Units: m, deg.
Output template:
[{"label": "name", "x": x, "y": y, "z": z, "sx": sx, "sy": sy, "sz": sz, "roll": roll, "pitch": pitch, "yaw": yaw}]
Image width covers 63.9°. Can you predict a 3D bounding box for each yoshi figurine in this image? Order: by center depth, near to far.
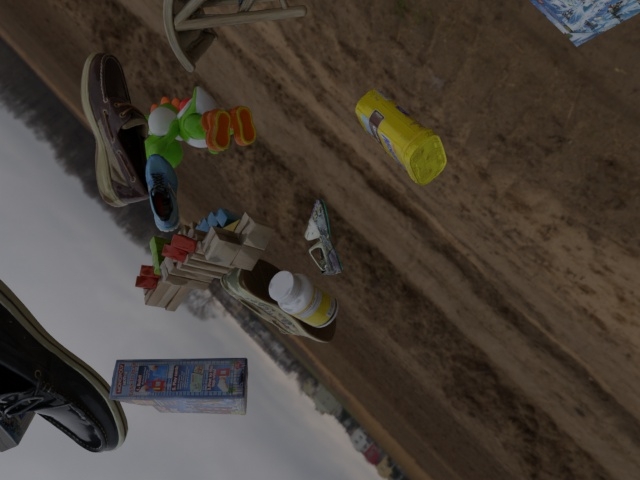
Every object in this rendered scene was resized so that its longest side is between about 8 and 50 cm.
[{"label": "yoshi figurine", "x": -0.358, "y": -0.268, "z": 1.388, "sx": 0.362, "sy": 0.203, "sz": 0.203, "roll": 7, "pitch": 151, "yaw": 33}]

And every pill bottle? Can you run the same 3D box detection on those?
[{"label": "pill bottle", "x": -0.027, "y": 0.090, "z": 0.802, "sx": 0.065, "sy": 0.065, "sz": 0.116, "roll": 35, "pitch": 178, "yaw": 43}]

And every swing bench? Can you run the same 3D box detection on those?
[{"label": "swing bench", "x": -0.166, "y": -0.474, "z": 0.976, "sx": 0.253, "sy": 0.254, "sz": 0.165, "roll": -91, "pitch": -23, "yaw": -56}]

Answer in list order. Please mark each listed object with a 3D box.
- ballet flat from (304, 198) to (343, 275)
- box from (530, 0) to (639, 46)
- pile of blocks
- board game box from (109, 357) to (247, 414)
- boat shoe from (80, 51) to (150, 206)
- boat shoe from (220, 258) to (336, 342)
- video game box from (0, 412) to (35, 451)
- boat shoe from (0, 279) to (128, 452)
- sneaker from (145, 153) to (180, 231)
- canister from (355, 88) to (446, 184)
[{"label": "ballet flat", "x": 0.000, "y": 0.000, "z": 0.701, "sx": 0.041, "sy": 0.041, "sz": 0.114, "roll": 28, "pitch": 139, "yaw": 57}, {"label": "box", "x": 0.230, "y": -0.220, "z": 0.400, "sx": 0.094, "sy": 0.027, "sz": 0.137, "roll": 34, "pitch": 162, "yaw": -17}, {"label": "pile of blocks", "x": -0.234, "y": 0.011, "z": 0.903, "sx": 0.112, "sy": 0.149, "sz": 0.362, "roll": 18, "pitch": 148, "yaw": -40}, {"label": "board game box", "x": -0.211, "y": 0.227, "z": 0.793, "sx": 0.194, "sy": 0.060, "sz": 0.194, "roll": 4, "pitch": 154, "yaw": -6}, {"label": "boat shoe", "x": -0.430, "y": -0.251, "z": 1.131, "sx": 0.123, "sy": 0.123, "sz": 0.342, "roll": 2, "pitch": -100, "yaw": -71}, {"label": "boat shoe", "x": -0.076, "y": 0.128, "z": 1.063, "sx": 0.089, "sy": 0.105, "sz": 0.285, "roll": -16, "pitch": 135, "yaw": 40}, {"label": "video game box", "x": -0.675, "y": 0.307, "z": 1.093, "sx": 0.205, "sy": 0.048, "sz": 0.187, "roll": -106, "pitch": -9, "yaw": -66}, {"label": "boat shoe", "x": -0.561, "y": 0.260, "z": 0.962, "sx": 0.186, "sy": 0.156, "sz": 0.500, "roll": -14, "pitch": 122, "yaw": 27}, {"label": "sneaker", "x": -0.317, "y": -0.103, "z": 1.036, "sx": 0.073, "sy": 0.063, "sz": 0.162, "roll": 124, "pitch": 132, "yaw": -74}, {"label": "canister", "x": 0.149, "y": -0.197, "z": 0.966, "sx": 0.170, "sy": 0.073, "sz": 0.126, "roll": 51, "pitch": -177, "yaw": 32}]
